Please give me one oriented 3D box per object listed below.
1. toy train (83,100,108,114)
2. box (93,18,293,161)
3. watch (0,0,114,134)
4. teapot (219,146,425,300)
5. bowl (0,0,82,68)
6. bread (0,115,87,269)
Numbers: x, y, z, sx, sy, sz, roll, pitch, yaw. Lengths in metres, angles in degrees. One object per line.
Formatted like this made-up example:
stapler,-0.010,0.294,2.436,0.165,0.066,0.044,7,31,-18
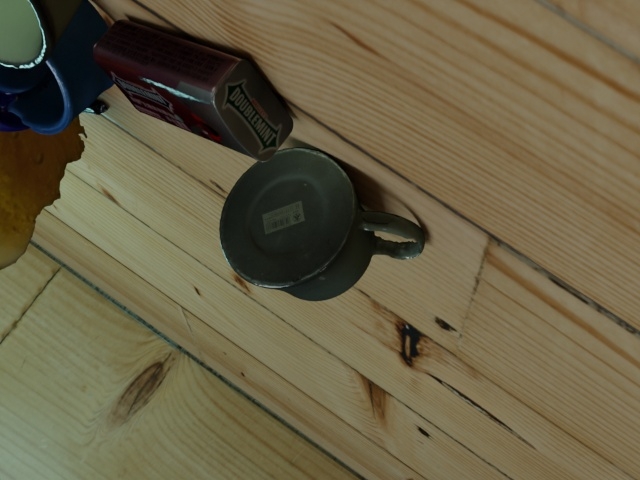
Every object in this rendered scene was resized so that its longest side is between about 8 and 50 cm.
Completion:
toy train,-0.320,-0.186,1.982,0.017,0.017,0.083,44,163,-30
box,-0.139,-0.164,1.530,0.224,0.069,0.120,26,162,42
watch,-0.336,-0.226,1.655,0.196,0.171,0.200,45,149,-23
teapot,0.000,0.000,1.581,0.239,0.162,0.149,-4,156,23
bowl,-0.305,-0.325,1.161,0.354,0.185,0.354,33,162,12
bread,-0.488,-0.154,1.852,0.250,0.361,0.394,6,152,18
